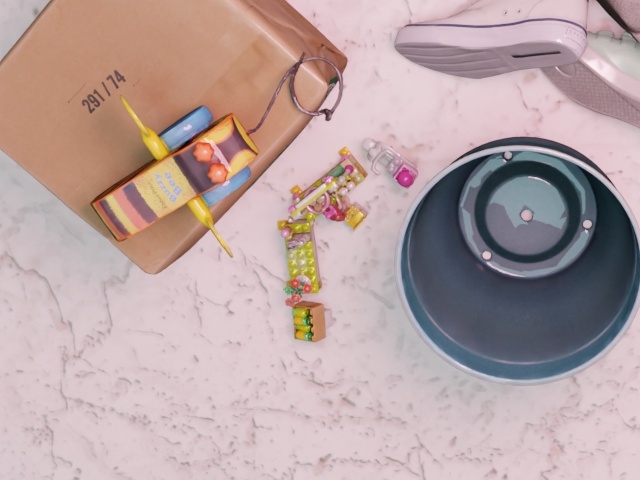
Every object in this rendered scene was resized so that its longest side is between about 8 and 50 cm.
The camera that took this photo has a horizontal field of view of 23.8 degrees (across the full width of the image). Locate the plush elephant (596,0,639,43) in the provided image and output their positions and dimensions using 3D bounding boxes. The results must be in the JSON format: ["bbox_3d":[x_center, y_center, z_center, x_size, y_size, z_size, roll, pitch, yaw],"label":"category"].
[{"bbox_3d":[0.393,-0.357,1.644,0.255,0.272,0.330,-41,94,9],"label":"plush elephant"}]

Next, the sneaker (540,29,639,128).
[{"bbox_3d":[0.375,-0.220,1.785,0.256,0.094,0.151,32,69,21],"label":"sneaker"}]

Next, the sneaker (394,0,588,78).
[{"bbox_3d":[0.204,-0.249,1.769,0.258,0.094,0.091,3,68,39],"label":"sneaker"}]

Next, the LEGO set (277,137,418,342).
[{"bbox_3d":[0.000,0.000,1.883,0.132,0.107,0.287,29,108,1],"label":"LEGO set"}]

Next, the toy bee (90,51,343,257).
[{"bbox_3d":[-0.134,-0.090,1.591,0.195,0.162,0.298,36,110,-2],"label":"toy bee"}]

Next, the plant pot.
[{"bbox_3d":[0.234,-0.002,1.765,0.271,0.255,0.272,2,105,8],"label":"plant pot"}]

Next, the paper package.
[{"bbox_3d":[-0.185,-0.174,1.744,0.309,0.168,0.325,41,109,-6],"label":"paper package"}]
